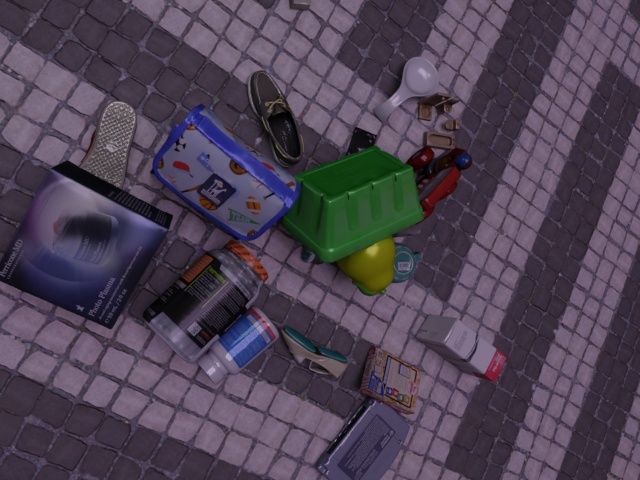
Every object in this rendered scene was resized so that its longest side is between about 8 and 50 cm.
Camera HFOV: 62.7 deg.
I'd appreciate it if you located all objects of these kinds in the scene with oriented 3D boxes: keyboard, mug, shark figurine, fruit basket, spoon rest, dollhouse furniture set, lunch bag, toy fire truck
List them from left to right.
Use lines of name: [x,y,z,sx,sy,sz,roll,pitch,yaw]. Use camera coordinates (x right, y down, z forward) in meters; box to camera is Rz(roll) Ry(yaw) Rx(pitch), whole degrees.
lunch bag: [-0.249,-0.168,1.355,0.328,0.385,0.239,39,74,-17]
fruit basket: [0.104,-0.036,1.504,0.392,0.283,0.392,-23,132,-27]
keyboard: [0.136,-0.270,1.713,0.108,0.023,0.180,19,81,-14]
shark figurine: [0.155,-0.015,1.659,0.278,0.166,0.116,-33,129,6]
mug: [0.252,0.063,1.703,0.129,0.097,0.158,45,73,-14]
spoon rest: [0.294,-0.507,1.752,0.137,0.084,0.276,47,73,-8]
toy fire truck: [0.362,-0.189,1.675,0.302,0.254,0.169,-44,104,-18]
dollhouse furniture set: [0.420,-0.400,1.778,0.144,0.123,0.151,4,86,-22]

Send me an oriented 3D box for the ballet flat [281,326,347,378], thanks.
ballet flat: [-0.029,0.348,1.591,0.248,0.086,0.086,31,77,-19]

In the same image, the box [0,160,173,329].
box: [-0.568,0.010,1.287,0.294,0.183,0.296,29,96,-17]

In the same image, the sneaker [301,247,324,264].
sneaker: [0.000,0.000,1.632,0.076,0.065,0.166,27,81,-36]

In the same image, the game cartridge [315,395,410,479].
game cartridge: [0.144,0.656,1.658,0.196,0.060,0.294,47,73,-10]

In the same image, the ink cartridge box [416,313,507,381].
ink cartridge box: [0.462,0.351,1.735,0.237,0.172,0.100,37,74,-16]

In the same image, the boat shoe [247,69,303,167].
boat shoe: [-0.128,-0.370,1.571,0.109,0.091,0.305,-23,96,-22]

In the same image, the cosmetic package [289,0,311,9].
cosmetic package: [-0.068,-0.786,1.641,0.060,0.041,0.115,-3,89,-22]

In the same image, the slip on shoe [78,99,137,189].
slip on shoe: [-0.570,-0.207,1.384,0.123,0.101,0.331,18,94,-26]

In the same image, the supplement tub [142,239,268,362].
supplement tub: [-0.302,0.158,1.421,0.316,0.193,0.193,-45,104,-17]

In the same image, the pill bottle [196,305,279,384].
pill bottle: [-0.236,0.298,1.480,0.221,0.124,0.124,-39,102,-20]

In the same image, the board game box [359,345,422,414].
board game box: [0.228,0.448,1.677,0.193,0.045,0.147,32,54,-18]
